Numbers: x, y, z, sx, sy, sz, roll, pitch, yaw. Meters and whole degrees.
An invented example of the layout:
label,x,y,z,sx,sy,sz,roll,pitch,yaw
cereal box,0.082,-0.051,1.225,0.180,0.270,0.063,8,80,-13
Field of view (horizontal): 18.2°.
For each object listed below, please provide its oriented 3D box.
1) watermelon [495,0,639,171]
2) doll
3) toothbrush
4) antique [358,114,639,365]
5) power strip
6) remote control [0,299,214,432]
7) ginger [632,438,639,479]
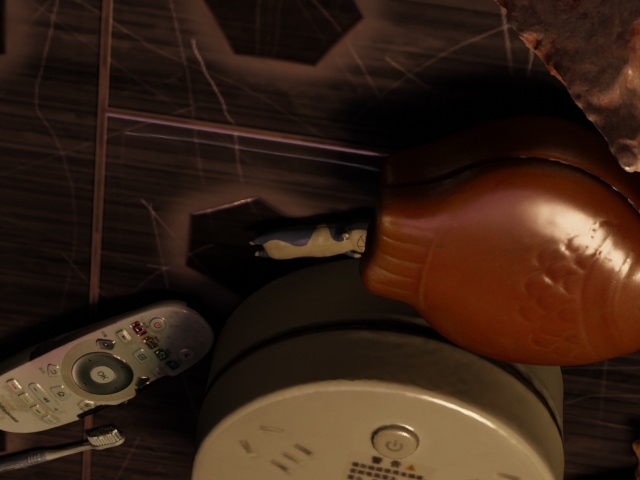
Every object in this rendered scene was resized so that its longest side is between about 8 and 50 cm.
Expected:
label,x,y,z,sx,sy,sz,roll,pitch,yaw
watermelon,0.245,-0.135,1.441,0.193,0.232,0.310,-37,108,-4
doll,0.000,0.000,1.727,0.125,0.027,0.037,-8,140,15
toothbrush,-0.293,0.217,1.989,0.219,0.016,0.019,-16,129,22
antique,0.174,-0.003,1.629,0.278,0.129,0.223,7,135,1
power strip,0.051,0.193,1.816,0.357,0.161,0.357,4,135,4
remote control,-0.212,0.116,1.861,0.256,0.045,0.097,-21,130,22
ginger,0.318,0.238,1.880,0.122,0.084,0.290,33,131,-32
